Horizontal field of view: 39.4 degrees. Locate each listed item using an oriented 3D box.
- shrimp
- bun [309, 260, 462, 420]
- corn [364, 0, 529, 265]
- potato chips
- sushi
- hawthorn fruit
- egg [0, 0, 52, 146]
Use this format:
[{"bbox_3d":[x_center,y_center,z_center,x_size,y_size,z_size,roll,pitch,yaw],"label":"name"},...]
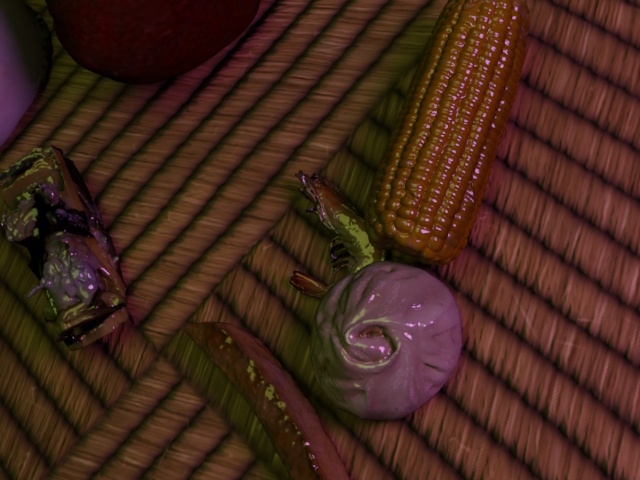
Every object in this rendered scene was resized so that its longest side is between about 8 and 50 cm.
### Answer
[{"bbox_3d":[0.000,0.000,1.091,0.124,0.034,0.178,-44,70,3],"label":"shrimp"},{"bbox_3d":[0.061,0.104,0.981,0.183,0.102,0.183,-6,72,20],"label":"bun"},{"bbox_3d":[0.152,-0.137,1.029,0.131,0.131,0.344,15,76,26],"label":"corn"},{"bbox_3d":[-0.030,0.233,0.996,0.080,0.057,0.407,-43,60,17],"label":"potato chips"},{"bbox_3d":[-0.350,0.015,1.176,0.139,0.131,0.291,-31,69,6],"label":"sushi"},{"bbox_3d":[-0.226,-0.372,1.188,0.325,0.308,0.308,-37,60,17],"label":"hawthorn fruit"},{"bbox_3d":[-0.632,-0.304,1.298,0.355,0.340,0.354,-9,65,20],"label":"egg"}]
